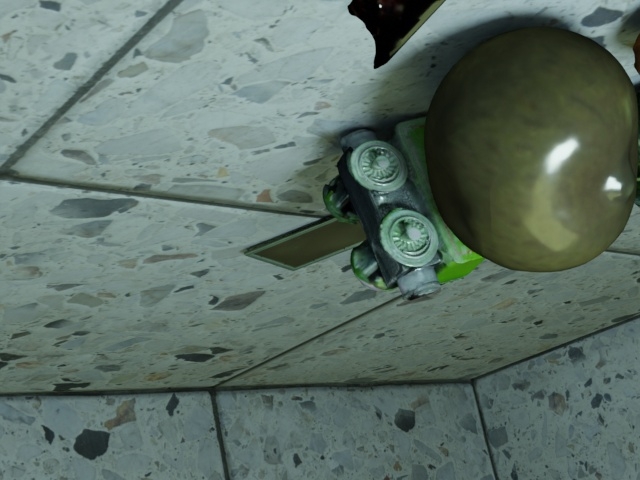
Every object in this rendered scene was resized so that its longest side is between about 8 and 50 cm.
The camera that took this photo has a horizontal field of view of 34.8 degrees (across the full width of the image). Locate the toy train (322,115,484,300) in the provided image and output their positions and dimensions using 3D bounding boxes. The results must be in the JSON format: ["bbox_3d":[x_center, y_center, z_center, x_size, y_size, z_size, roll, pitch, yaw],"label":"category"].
[{"bbox_3d":[0.159,-0.055,1.711,0.249,0.307,0.173,-14,162,-22],"label":"toy train"}]

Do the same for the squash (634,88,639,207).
[{"bbox_3d":[0.628,-0.160,1.785,0.252,0.165,0.252,10,132,12],"label":"squash"}]

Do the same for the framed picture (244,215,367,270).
[{"bbox_3d":[0.000,0.000,2.195,0.274,0.017,0.217,-20,160,22],"label":"framed picture"}]

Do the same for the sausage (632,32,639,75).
[{"bbox_3d":[0.590,-0.299,1.487,0.268,0.153,0.141,-18,166,20],"label":"sausage"}]

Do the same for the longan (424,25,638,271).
[{"bbox_3d":[0.315,-0.132,1.500,0.361,0.361,0.361,-11,161,-4],"label":"longan"}]

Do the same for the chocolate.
[{"bbox_3d":[0.079,-0.342,1.130,0.177,0.206,0.224,41,129,-10],"label":"chocolate"}]
